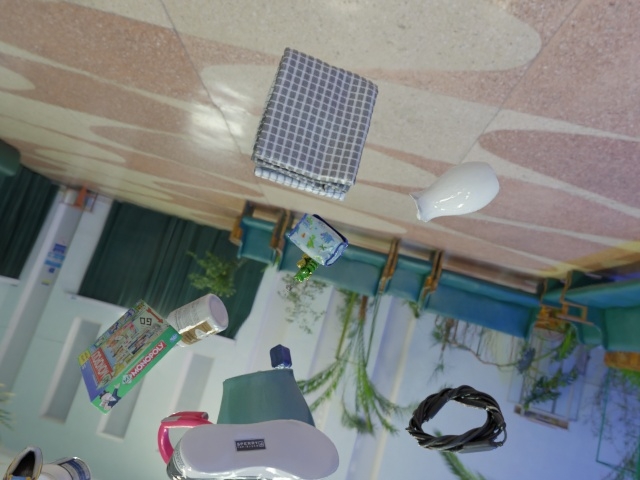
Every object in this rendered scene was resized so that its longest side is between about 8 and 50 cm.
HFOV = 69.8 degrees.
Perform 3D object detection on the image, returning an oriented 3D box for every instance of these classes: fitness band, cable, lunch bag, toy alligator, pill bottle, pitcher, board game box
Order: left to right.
[{"bbox_3d":[-0.758,0.701,1.284,0.153,0.153,0.264,17,159,-3],"label":"pill bottle"},{"bbox_3d":[-0.463,0.257,1.092,0.317,0.213,0.046,7,138,57],"label":"board game box"},{"bbox_3d":[-0.438,0.281,1.536,0.230,0.131,0.131,-26,158,10],"label":"pill bottle"},{"bbox_3d":[-0.393,0.634,1.421,0.291,0.208,0.054,-12,-170,28],"label":"fitness band"},{"bbox_3d":[-0.151,0.462,1.790,0.067,0.098,0.065,-30,140,21],"label":"lunch bag"},{"bbox_3d":[-0.042,0.091,1.392,0.052,0.189,0.056,-9,122,35],"label":"toy alligator"},{"bbox_3d":[0.000,0.000,1.195,0.129,0.096,0.151,40,180,9],"label":"lunch bag"},{"bbox_3d":[0.252,0.337,0.876,0.185,0.047,0.150,-12,-154,11],"label":"cable"},{"bbox_3d":[0.343,-0.115,1.191,0.207,0.125,0.178,-24,168,8],"label":"pitcher"}]

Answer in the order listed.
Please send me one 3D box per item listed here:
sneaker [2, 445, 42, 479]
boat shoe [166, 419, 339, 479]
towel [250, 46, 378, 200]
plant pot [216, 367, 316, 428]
[{"bbox_3d":[-0.566,0.472,0.836,0.070,0.185,0.083,16,129,-21],"label":"sneaker"},{"bbox_3d":[-0.112,0.387,0.801,0.302,0.102,0.108,13,-142,-30],"label":"boat shoe"},{"bbox_3d":[-0.011,-0.252,1.003,0.235,0.283,0.121,17,167,-16],"label":"towel"},{"bbox_3d":[-0.138,0.457,1.129,0.272,0.255,0.271,-10,161,-3],"label":"plant pot"}]
